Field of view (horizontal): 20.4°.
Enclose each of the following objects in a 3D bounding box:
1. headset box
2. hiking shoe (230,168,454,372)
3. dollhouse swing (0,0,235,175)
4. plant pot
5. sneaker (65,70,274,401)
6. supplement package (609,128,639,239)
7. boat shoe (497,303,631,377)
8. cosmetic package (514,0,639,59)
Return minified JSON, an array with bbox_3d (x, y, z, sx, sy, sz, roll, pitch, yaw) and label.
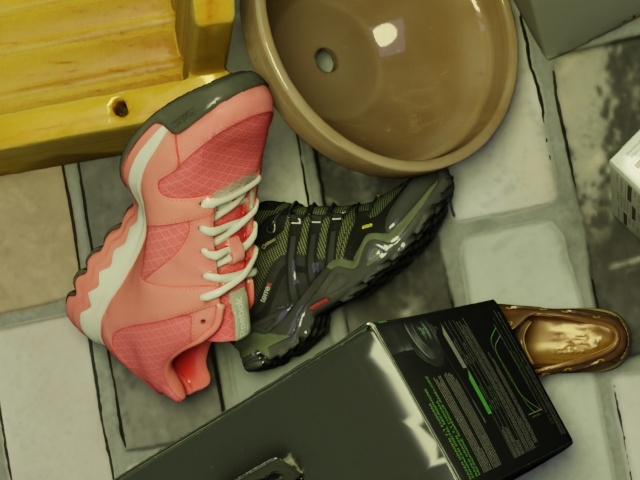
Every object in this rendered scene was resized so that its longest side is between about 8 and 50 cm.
[{"bbox_3d":[0.013,0.163,1.263,0.246,0.283,0.131,-33,80,21],"label":"headset box"},{"bbox_3d":[0.000,0.000,1.406,0.227,0.086,0.114,-41,80,7],"label":"hiking shoe"},{"bbox_3d":[-0.207,-0.256,1.362,0.315,0.305,0.346,-10,83,8],"label":"dollhouse swing"},{"bbox_3d":[0.029,-0.154,1.384,0.237,0.110,0.237,9,71,-29],"label":"plant pot"},{"bbox_3d":[-0.084,0.003,1.343,0.136,0.116,0.314,47,137,19],"label":"sneaker"},{"bbox_3d":[0.328,-0.060,1.270,0.204,0.262,0.145,-45,79,2],"label":"supplement package"},{"bbox_3d":[0.153,0.078,1.388,0.178,0.060,0.064,-4,83,9],"label":"boat shoe"},{"bbox_3d":[0.203,-0.270,1.262,0.197,0.365,0.155,-27,79,8],"label":"cosmetic package"}]
